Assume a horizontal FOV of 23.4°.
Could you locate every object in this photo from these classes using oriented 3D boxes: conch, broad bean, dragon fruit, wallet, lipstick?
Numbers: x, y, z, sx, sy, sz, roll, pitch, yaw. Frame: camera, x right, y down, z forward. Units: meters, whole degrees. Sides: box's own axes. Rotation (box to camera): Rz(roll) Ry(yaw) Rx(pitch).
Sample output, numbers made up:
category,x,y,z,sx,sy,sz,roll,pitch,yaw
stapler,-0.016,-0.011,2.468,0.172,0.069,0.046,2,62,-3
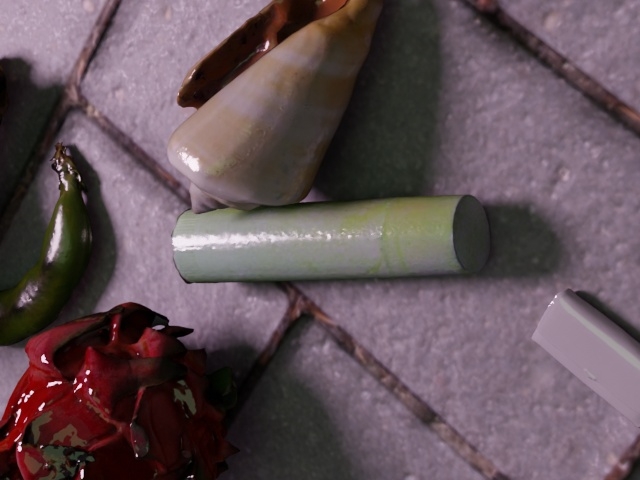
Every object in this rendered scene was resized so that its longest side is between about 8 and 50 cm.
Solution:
category,x,y,z,sx,sy,sz,roll,pitch,yaw
conch,-0.028,-0.119,1.382,0.255,0.127,0.158,-41,41,9
broad bean,-0.321,0.035,1.615,0.292,0.049,0.144,-41,67,29
dragon fruit,-0.221,0.181,1.450,0.234,0.293,0.233,171,90,-67
wallet,0.236,0.098,1.294,0.122,0.025,0.061,40,123,20
lipstick,0.000,0.000,1.392,0.304,0.076,0.076,-3,97,33

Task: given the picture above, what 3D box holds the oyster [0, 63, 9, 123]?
category,x,y,z,sx,sy,sz,roll,pitch,yaw
oyster,-0.421,-0.049,1.603,0.133,0.198,0.337,22,97,-19
